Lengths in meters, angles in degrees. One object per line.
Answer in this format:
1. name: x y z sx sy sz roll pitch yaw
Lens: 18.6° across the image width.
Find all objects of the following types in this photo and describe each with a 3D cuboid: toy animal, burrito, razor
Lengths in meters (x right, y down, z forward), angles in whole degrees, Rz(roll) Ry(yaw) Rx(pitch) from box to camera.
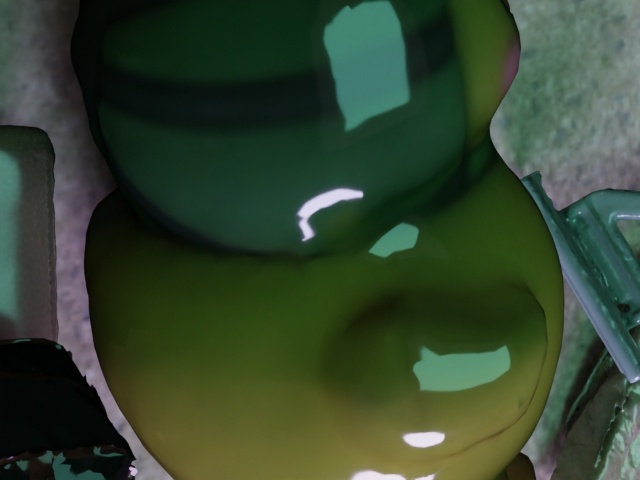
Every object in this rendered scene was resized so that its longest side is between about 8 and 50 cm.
1. toy animal: -0.003 -0.001 0.787 0.191 0.216 0.338 -13 110 -1
2. burrito: 0.158 0.082 0.991 0.055 0.041 0.149 28 85 -19
3. razor: 0.226 -0.040 0.985 0.278 0.056 0.111 -30 87 -28

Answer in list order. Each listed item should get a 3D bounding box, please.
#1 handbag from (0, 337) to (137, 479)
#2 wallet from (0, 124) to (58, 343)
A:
1. handbag: -0.166 0.144 0.731 0.169 0.155 0.215 3 115 -26
2. wallet: -0.179 0.013 0.772 0.152 0.039 0.118 -3 101 -27
